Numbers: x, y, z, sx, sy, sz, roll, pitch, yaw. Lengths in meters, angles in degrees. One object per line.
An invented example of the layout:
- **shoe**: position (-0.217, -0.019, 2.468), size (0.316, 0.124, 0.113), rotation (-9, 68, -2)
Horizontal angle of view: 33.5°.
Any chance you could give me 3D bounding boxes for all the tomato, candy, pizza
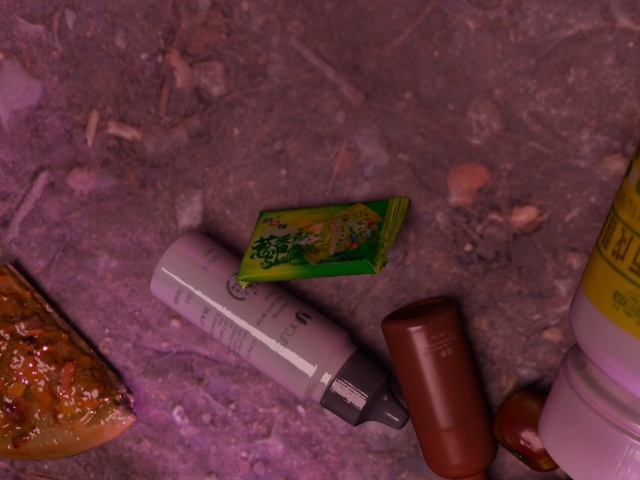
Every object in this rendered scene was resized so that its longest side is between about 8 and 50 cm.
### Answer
- **tomato**: position (0.214, 0.184, 1.050), size (0.087, 0.087, 0.075), rotation (34, 80, 13)
- **candy**: position (0.000, -0.001, 1.091), size (0.178, 0.102, 0.032), rotation (-5, 139, 26)
- **pizza**: position (-0.382, 0.200, 1.329), size (0.268, 0.087, 0.258), rotation (43, 120, 6)

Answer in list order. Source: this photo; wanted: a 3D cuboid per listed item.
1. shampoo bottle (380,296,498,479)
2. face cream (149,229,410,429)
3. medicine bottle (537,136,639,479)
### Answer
- **shampoo bottle**: position (0.132, 0.182, 1.085), size (0.085, 0.085, 0.244), rotation (-11, 101, 27)
- **face cream**: position (-0.038, 0.106, 1.135), size (0.311, 0.092, 0.092), rotation (34, 115, 14)
- **medicine bottle**: position (0.332, 0.031, 0.875), size (0.214, 0.213, 0.378), rotation (24, 112, 17)
